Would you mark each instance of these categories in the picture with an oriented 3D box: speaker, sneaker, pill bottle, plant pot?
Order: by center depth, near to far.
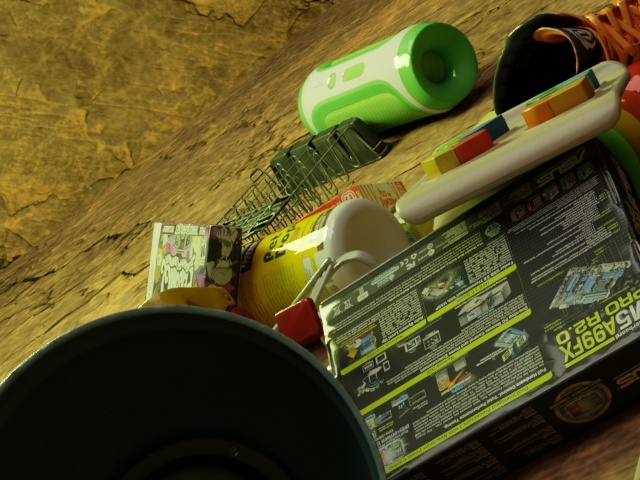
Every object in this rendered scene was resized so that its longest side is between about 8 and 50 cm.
[{"bbox_3d":[-0.094,0.208,1.222,0.293,0.293,0.196,-38,-14,-6],"label":"plant pot"},{"bbox_3d":[0.303,-0.198,1.707,0.321,0.124,0.180,-43,-23,21],"label":"sneaker"},{"bbox_3d":[-0.012,0.039,1.843,0.215,0.117,0.117,-24,19,44],"label":"pill bottle"},{"bbox_3d":[0.087,-0.212,2.407,0.131,0.131,0.296,-44,15,-28],"label":"speaker"}]

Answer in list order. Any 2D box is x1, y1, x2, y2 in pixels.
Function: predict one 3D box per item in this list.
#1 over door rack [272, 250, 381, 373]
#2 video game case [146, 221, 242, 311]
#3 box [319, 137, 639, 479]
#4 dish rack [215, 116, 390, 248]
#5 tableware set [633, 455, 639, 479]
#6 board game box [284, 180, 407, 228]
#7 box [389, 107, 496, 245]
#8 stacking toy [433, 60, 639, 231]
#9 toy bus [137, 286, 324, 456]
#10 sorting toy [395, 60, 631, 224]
[{"bbox_3d":[-0.070,0.171,1.589,0.324,0.108,0.239,-39,11,29],"label":"over door rack"},{"bbox_3d":[-0.145,0.085,1.908,0.042,0.210,0.232,6,0,-20],"label":"video game case"},{"bbox_3d":[0.134,0.069,1.328,0.270,0.060,0.216,-33,39,18],"label":"box"},{"bbox_3d":[-0.049,-0.056,2.369,0.208,0.074,0.271,-23,20,48],"label":"dish rack"},{"bbox_3d":[0.228,0.159,1.042,0.169,0.020,0.141,-26,17,41],"label":"tableware set"},{"bbox_3d":[0.000,0.000,1.996,0.193,0.045,0.147,-31,-9,21],"label":"board game box"},{"bbox_3d":[0.159,-0.065,1.893,0.232,0.058,0.087,-44,15,-30],"label":"box"},{"bbox_3d":[0.243,-0.068,1.559,0.141,0.141,0.330,-21,16,50],"label":"stacking toy"},{"bbox_3d":[-0.087,0.134,1.386,0.202,0.191,0.104,6,2,36],"label":"toy bus"},{"bbox_3d":[0.156,-0.089,1.419,0.193,0.038,0.208,-27,8,16],"label":"sorting toy"}]
